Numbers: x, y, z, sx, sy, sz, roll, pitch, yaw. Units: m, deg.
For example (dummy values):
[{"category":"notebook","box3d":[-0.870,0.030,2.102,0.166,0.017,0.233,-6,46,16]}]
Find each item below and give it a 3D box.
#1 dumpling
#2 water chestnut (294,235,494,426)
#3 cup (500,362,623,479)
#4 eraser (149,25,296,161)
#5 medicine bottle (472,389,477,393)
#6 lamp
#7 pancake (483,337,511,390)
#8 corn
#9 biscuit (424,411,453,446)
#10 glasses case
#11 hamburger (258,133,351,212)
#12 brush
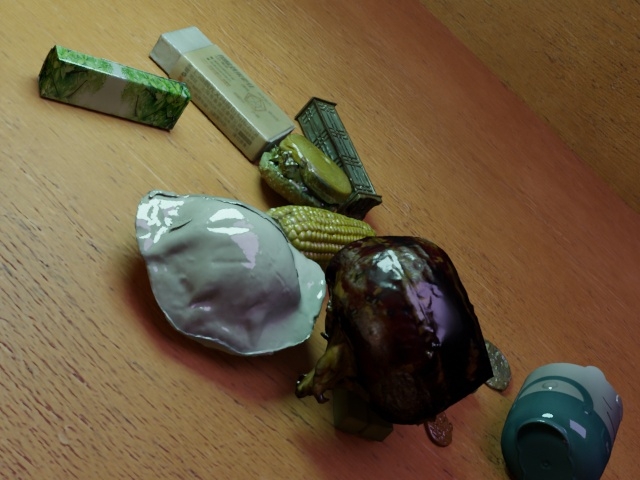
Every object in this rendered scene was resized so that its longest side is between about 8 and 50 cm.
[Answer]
[{"category":"dumpling","box3d":[-0.157,0.059,1.188,0.341,0.181,0.260,45,40,-40]},{"category":"water chestnut","box3d":[0.106,0.166,1.196,0.335,0.346,0.335,158,-90,-86]},{"category":"cup","box3d":[0.515,0.435,1.491,0.257,0.219,0.290,-32,112,-54]},{"category":"eraser","box3d":[-0.222,-0.339,1.599,0.343,0.078,0.144,46,34,1]},{"category":"medicine bottle","box3d":[0.301,0.310,1.514,0.083,0.047,0.047,9,49,-40]},{"category":"lamp","box3d":[0.041,-0.206,1.730,0.090,0.089,0.326,8,50,-43]},{"category":"pancake","box3d":[0.402,0.290,1.661,0.139,0.022,0.140,27,39,-24]},{"category":"corn","box3d":[0.000,0.000,1.443,0.346,0.130,0.130,6,50,-46]},{"category":"biscuit","box3d":[0.241,0.373,1.415,0.078,0.015,0.091,17,44,-34]},{"category":"glasses case","box3d":[-0.395,-0.296,1.358,0.272,0.095,0.062,10,43,-41]},{"category":"hamburger","box3d":[-0.028,-0.131,1.533,0.215,0.122,0.189,35,16,-22]},{"category":"brush","box3d":[0.073,0.261,1.328,0.103,0.047,0.234,25,35,-22]}]
